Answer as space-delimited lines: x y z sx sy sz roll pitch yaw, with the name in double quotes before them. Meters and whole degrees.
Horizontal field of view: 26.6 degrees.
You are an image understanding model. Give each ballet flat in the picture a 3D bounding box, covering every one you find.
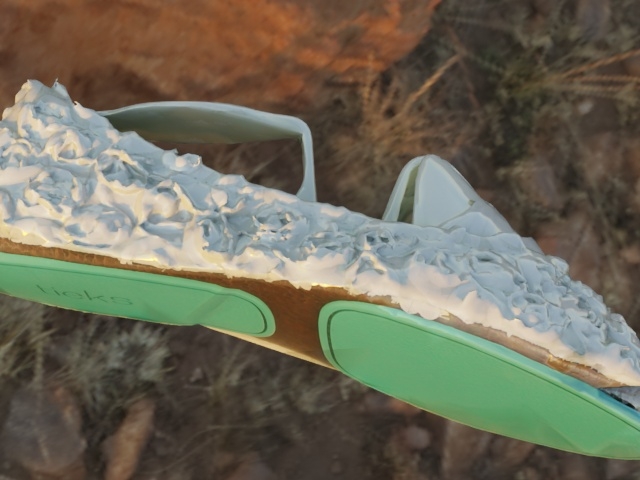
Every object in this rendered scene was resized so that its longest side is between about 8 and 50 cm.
"ballet flat" 0.000 0.000 0.724 0.409 0.147 0.147 15 66 4
